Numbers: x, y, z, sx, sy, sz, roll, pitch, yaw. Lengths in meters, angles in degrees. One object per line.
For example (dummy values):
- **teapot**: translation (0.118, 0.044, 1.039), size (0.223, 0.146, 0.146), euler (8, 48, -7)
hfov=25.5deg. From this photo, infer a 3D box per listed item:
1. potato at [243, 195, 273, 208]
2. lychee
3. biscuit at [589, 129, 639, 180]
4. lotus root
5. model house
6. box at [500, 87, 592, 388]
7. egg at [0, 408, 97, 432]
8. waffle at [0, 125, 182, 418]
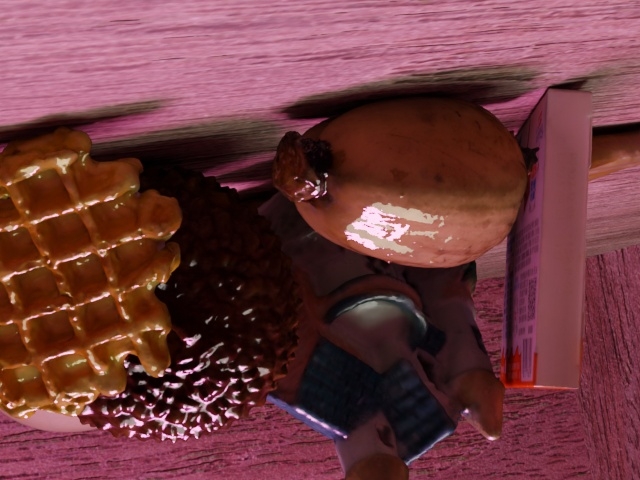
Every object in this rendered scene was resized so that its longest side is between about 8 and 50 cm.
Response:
- **potato**: translation (-0.066, 0.030, 1.575), size (0.174, 0.159, 0.251), euler (-39, 174, -27)
- **lychee**: translation (-0.147, 0.046, 1.241), size (0.271, 0.271, 0.271), euler (-11, 174, -1)
- **biscuit**: translation (0.356, -0.103, 1.578), size (0.207, 0.047, 0.164), euler (-11, 173, 1)
- **lotus root**: translation (0.077, -0.046, 1.179), size (0.256, 0.140, 0.154), euler (0, 162, -34)
- **model house**: translation (0.060, 0.123, 1.351), size (0.194, 0.325, 0.267), euler (-37, 133, 19)
- **box**: translation (0.212, 0.010, 1.347), size (0.048, 0.265, 0.273), euler (3, 175, 2)
- **egg**: translation (-0.339, 0.151, 1.905), size (0.269, 0.219, 0.219), euler (10, 163, -33)
- **waffle**: translation (-0.196, 0.029, 1.055), size (0.219, 0.229, 0.057), euler (-16, -154, 9)
